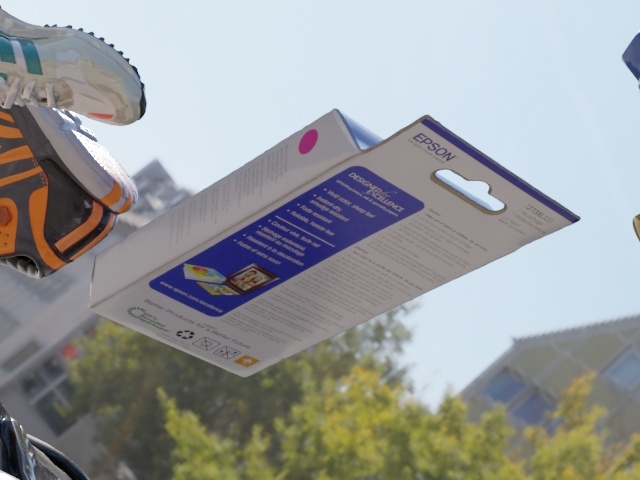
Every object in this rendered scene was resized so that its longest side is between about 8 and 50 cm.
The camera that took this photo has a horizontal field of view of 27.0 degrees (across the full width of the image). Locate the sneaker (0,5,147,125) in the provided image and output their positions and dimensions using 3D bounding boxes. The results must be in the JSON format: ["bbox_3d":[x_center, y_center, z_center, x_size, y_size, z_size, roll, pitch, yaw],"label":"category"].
[{"bbox_3d":[-0.178,-0.089,0.743,0.161,0.075,0.057,25,-34,8],"label":"sneaker"}]

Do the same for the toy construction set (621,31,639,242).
[{"bbox_3d":[0.349,-0.054,0.883,0.309,0.257,0.237,34,-24,23],"label":"toy construction set"}]

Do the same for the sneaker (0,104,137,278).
[{"bbox_3d":[-0.339,-0.095,1.329,0.321,0.180,0.124,50,6,23],"label":"sneaker"}]

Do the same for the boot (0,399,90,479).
[{"bbox_3d":[-0.106,0.143,0.486,0.229,0.091,0.263,41,-17,46],"label":"boot"}]

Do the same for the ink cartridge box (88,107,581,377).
[{"bbox_3d":[0.000,0.000,1.042,0.176,0.069,0.371,29,-40,-36],"label":"ink cartridge box"}]
